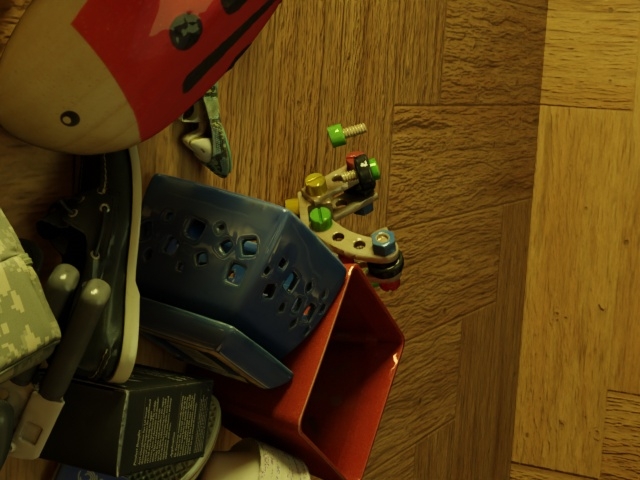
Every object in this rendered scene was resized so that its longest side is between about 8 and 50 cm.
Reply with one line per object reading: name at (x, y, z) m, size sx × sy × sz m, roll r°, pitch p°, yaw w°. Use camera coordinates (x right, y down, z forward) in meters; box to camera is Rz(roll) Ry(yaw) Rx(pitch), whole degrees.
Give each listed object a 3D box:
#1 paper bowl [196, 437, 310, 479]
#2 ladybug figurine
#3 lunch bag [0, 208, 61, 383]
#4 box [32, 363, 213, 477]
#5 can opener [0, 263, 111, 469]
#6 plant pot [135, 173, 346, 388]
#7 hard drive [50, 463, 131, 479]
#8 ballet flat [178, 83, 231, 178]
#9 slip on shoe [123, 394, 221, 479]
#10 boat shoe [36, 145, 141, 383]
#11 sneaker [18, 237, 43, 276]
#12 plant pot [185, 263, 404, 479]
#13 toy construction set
paper bowl at (-0.142, 0.416, 1.752) m, size 0.148 × 0.284 × 0.284 m, roll 28°, pitch 63°, yaw -15°
ladybug figurine at (-0.178, -0.263, 1.419) m, size 0.449 × 0.162 × 0.305 m, roll -49°, pitch 170°, yaw -15°
lunch bag at (-0.418, 0.047, 1.117) m, size 0.305 × 0.212 × 0.256 m, roll -27°, pitch 95°, yaw -59°
box at (-0.255, 0.221, 1.561) m, size 0.207 × 0.153 × 0.108 m, roll 4°, pitch 94°, yaw -63°
can opener at (-0.315, 0.157, 1.361) m, size 0.283 × 0.076 × 0.095 m, roll -60°, pitch -173°, yaw 33°
plant pot at (-0.132, 0.066, 1.694) m, size 0.236 × 0.235 × 0.212 m, roll 46°, pitch 62°, yaw -57°
hard drive at (-0.289, 0.454, 1.532) m, size 0.210 × 0.040 × 0.319 m, roll 28°, pitch 64°, yaw -15°
ballet flat at (-0.173, -0.168, 1.746) m, size 0.070 × 0.070 × 0.188 m, roll -46°, pitch 134°, yaw -51°
slip on shoe at (-0.236, 0.350, 1.690) m, size 0.101 × 0.123 × 0.331 m, roll 85°, pitch 27°, yaw -59°
boat shoe at (-0.286, 0.001, 1.479) m, size 0.113 × 0.127 × 0.340 m, roll 6°, pitch 75°, yaw -26°
sneaker at (-0.376, 0.090, 1.388) m, size 0.081 × 0.080 × 0.211 m, roll 100°, pitch 11°, yaw -59°
plant pot at (-0.049, 0.194, 1.878) m, size 0.267 × 0.235 × 0.267 m, roll 57°, pitch 48°, yaw -53°
toy construction set at (0.000, 0.000, 2.040) m, size 0.309 × 0.237 × 0.258 m, roll 74°, pitch 0°, yaw -70°
